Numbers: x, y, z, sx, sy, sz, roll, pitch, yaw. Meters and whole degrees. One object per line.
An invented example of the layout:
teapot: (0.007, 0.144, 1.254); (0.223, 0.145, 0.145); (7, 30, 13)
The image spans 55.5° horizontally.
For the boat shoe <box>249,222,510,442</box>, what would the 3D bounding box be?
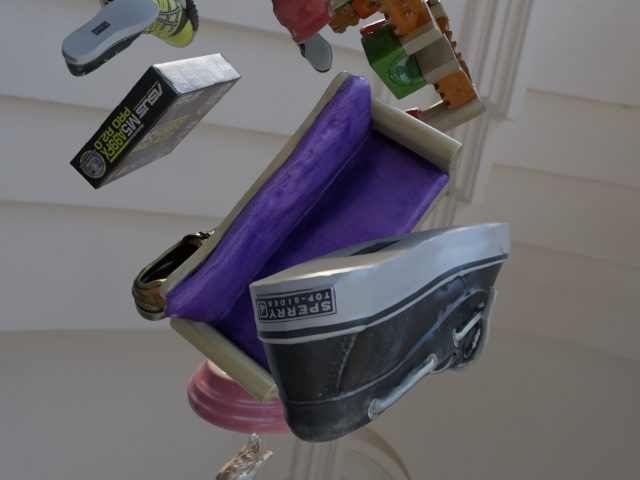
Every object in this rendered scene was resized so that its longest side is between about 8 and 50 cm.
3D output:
boat shoe: (0.069, 0.050, 0.433); (0.113, 0.306, 0.104); (-9, -87, 27)

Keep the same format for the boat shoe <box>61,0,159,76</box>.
boat shoe: (-0.251, -0.246, 0.729); (0.049, 0.142, 0.040); (38, -32, 5)

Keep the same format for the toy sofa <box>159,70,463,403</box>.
toy sofa: (0.000, 0.000, 0.701); (0.150, 0.177, 0.362); (35, -100, 20)

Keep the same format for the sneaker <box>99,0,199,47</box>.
sneaker: (-0.338, -0.446, 1.134); (0.147, 0.145, 0.384); (-63, 173, -4)

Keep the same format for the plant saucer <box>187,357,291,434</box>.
plant saucer: (-0.101, 0.269, 1.229); (0.332, 0.332, 0.084); (25, -63, 60)

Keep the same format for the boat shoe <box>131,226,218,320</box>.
boat shoe: (-0.224, 0.037, 1.183); (0.111, 0.307, 0.104); (36, -36, 20)

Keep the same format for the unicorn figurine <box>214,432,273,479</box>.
unicorn figurine: (-0.110, 0.319, 0.784); (0.060, 0.111, 0.161); (21, -43, 26)

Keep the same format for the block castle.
block castle: (0.064, -0.348, 0.949); (0.213, 0.453, 0.302); (-24, -118, 22)

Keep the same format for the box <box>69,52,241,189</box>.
box: (-0.261, -0.205, 1.005); (0.216, 0.060, 0.270); (-40, -172, 22)

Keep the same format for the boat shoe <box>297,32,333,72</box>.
boat shoe: (-0.012, -0.318, 1.018); (0.038, 0.046, 0.125); (82, -18, -58)
